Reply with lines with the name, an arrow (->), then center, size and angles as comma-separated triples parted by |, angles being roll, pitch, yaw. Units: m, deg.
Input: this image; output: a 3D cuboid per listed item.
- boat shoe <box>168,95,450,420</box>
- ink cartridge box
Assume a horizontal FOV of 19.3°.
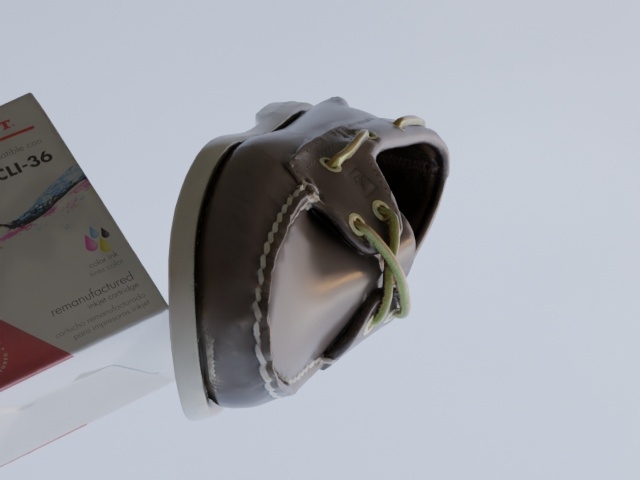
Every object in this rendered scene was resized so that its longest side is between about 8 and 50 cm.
boat shoe -> 0.000, 0.000, 0.921 | 0.096, 0.117, 0.324 | 1, -164, 10
ink cartridge box -> -0.166, 0.005, 0.939 | 0.115, 0.067, 0.198 | -26, -124, -16
